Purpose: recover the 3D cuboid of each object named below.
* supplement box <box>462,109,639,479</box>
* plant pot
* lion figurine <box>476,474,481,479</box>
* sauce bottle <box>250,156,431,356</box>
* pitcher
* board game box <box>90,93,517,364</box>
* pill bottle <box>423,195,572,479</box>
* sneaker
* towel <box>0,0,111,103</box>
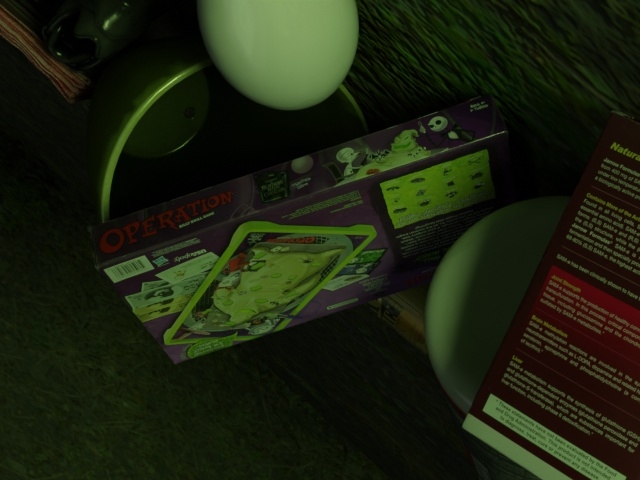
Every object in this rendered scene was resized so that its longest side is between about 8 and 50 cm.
[{"bbox_3d":[0.207,0.051,0.785,0.130,0.239,0.073,31,-168,33],"label":"supplement box"},{"bbox_3d":[-0.133,-0.101,1.230,0.275,0.275,0.293,51,175,-35],"label":"plant pot"},{"bbox_3d":[0.253,0.268,1.498,0.392,0.142,0.240,-164,61,-72],"label":"lion figurine"},{"bbox_3d":[0.066,0.021,1.316,0.344,0.111,0.111,37,165,17],"label":"sauce bottle"},{"bbox_3d":[-0.049,-0.214,0.932,0.207,0.125,0.178,66,-177,-57],"label":"pitcher"},{"bbox_3d":[0.000,0.000,1.033,0.208,0.346,0.056,68,-175,-55],"label":"board game box"},{"bbox_3d":[0.217,0.132,1.051,0.210,0.210,0.363,33,165,27],"label":"pill bottle"},{"bbox_3d":[-0.256,-0.246,1.308,0.109,0.130,0.286,43,167,-17],"label":"sneaker"},{"bbox_3d":[-0.334,-0.244,1.482,0.237,0.037,0.329,41,-174,4],"label":"towel"}]
